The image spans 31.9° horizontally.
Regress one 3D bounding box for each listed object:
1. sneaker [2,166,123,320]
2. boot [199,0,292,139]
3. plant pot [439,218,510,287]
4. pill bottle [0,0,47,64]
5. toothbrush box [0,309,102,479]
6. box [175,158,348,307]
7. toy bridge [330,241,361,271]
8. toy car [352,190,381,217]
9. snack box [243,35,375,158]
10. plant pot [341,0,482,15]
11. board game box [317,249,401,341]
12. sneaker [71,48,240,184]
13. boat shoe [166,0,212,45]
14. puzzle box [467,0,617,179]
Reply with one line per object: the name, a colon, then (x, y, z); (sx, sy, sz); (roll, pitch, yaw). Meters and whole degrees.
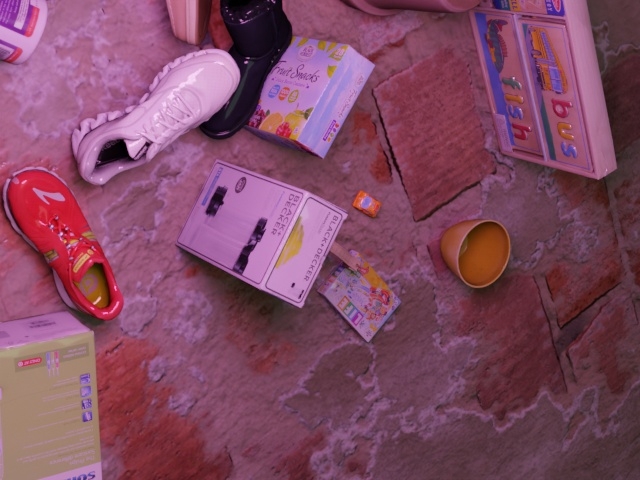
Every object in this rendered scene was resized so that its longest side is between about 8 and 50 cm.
sneaker: (-0.377, 0.006, 1.707); (0.107, 0.118, 0.279); (-39, 122, -19)
boot: (-0.131, -0.299, 1.737); (0.246, 0.094, 0.207); (-58, 165, -12)
plant pot: (0.287, 0.015, 2.173); (0.134, 0.095, 0.134); (-11, 109, -32)
pill bottle: (-0.486, -0.326, 1.542); (0.193, 0.108, 0.108); (21, 91, -37)
toothbrush box: (-0.459, 0.271, 1.727); (0.206, 0.122, 0.283); (-11, 109, -32)
box: (-0.100, -0.018, 1.781); (0.087, 0.290, 0.169); (28, 88, -37)
toy bridge: (0.000, 0.000, 1.978); (0.188, 0.063, 0.026); (35, 83, -27)
toy car: (0.067, -0.037, 2.043); (0.122, 0.040, 0.060); (-48, 124, -14)
snack box: (-0.029, -0.237, 1.815); (0.070, 0.207, 0.174); (32, 86, -36)
plant pot: (0.170, -0.476, 1.837); (0.263, 0.229, 0.263); (-24, 129, -33)
board game box: (0.074, 0.105, 2.098); (0.103, 0.026, 0.154); (-50, 125, -12)
sneaker: (-0.243, -0.177, 1.677); (0.292, 0.118, 0.110); (-33, 117, 9)
boat shoe: (-0.233, -0.463, 1.683); (0.110, 0.121, 0.341); (-4, 105, 7)
puzzle box: (0.393, -0.321, 2.037); (0.052, 0.272, 0.409); (-30, 118, -24)
